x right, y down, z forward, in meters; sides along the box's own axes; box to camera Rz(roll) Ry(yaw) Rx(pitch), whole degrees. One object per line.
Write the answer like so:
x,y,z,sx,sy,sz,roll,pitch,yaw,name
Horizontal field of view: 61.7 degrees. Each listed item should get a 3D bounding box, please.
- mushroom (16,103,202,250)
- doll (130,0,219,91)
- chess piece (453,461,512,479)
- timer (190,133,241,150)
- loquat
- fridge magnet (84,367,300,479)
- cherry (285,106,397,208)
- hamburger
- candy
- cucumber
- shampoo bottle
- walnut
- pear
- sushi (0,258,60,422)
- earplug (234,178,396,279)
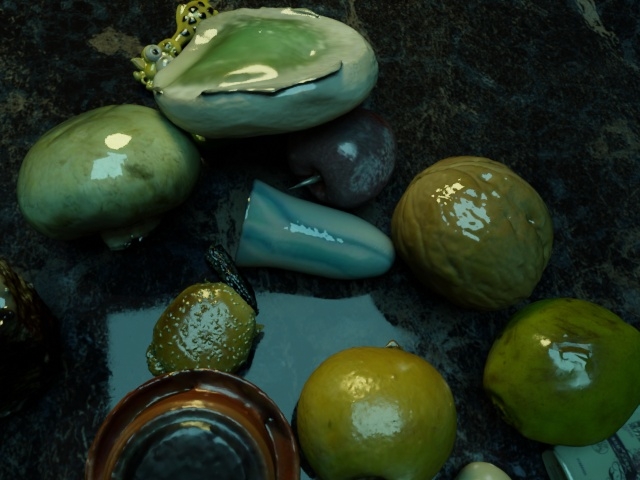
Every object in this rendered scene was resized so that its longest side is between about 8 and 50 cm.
-0.405,-0.122,1.055,0.352,0.352,0.260,-27,116,-16,mushroom
-0.351,-0.488,1.319,0.117,0.086,0.291,41,68,-20,doll
0.370,0.509,0.938,0.300,0.167,0.167,33,68,13,chess piece
-0.243,-0.279,1.262,0.140,0.047,0.128,-26,74,-15,timer
0.101,0.303,0.930,0.275,0.275,0.275,2,67,-5,loquat
-0.214,0.401,0.906,0.364,0.155,0.363,1,83,-6,fridge magnet
0.045,-0.182,1.161,0.285,0.213,0.236,-33,81,-26,cherry
-0.229,0.188,1.026,0.189,0.122,0.215,39,72,7,hamburger
-0.097,-0.325,1.077,0.427,0.186,0.386,3,45,17,candy
-0.184,0.077,1.119,0.053,0.053,0.181,-35,77,-18,cucumber
0.614,0.396,1.046,0.359,0.078,0.134,-13,63,-11,shampoo bottle
0.307,-0.011,1.077,0.333,0.333,0.333,2,67,-5,walnut
0.456,0.240,1.006,0.321,0.269,0.269,-18,70,-14,pear
-0.625,0.154,0.907,0.299,0.294,0.281,37,68,11,sushi
0.000,0.000,1.106,0.324,0.185,0.185,13,67,-5,earplug
